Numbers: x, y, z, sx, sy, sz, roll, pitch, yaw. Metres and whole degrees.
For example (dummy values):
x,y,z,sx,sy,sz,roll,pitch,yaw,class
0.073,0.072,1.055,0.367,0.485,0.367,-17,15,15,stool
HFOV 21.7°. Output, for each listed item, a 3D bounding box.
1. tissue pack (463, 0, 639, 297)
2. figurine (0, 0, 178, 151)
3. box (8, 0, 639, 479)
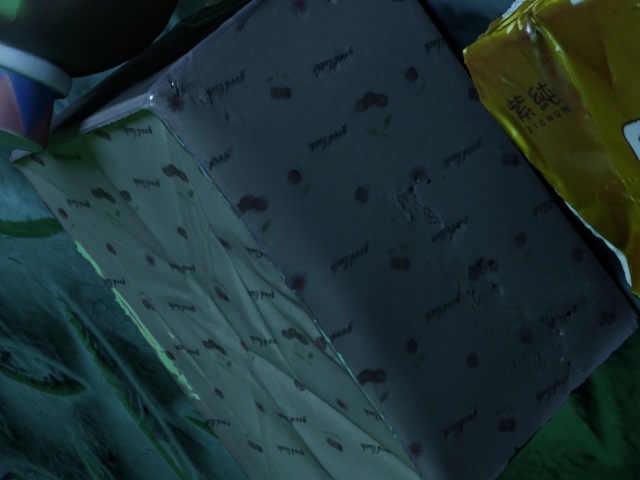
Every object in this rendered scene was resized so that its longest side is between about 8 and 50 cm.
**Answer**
x,y,z,sx,sy,sz,roll,pitch,yaw,class
0.188,-0.059,0.730,0.183,0.092,0.226,53,152,-10,tissue pack
-0.153,-0.187,0.901,0.161,0.158,0.276,-6,91,24,figurine
0.000,0.000,0.995,0.297,0.190,0.225,53,153,-14,box
